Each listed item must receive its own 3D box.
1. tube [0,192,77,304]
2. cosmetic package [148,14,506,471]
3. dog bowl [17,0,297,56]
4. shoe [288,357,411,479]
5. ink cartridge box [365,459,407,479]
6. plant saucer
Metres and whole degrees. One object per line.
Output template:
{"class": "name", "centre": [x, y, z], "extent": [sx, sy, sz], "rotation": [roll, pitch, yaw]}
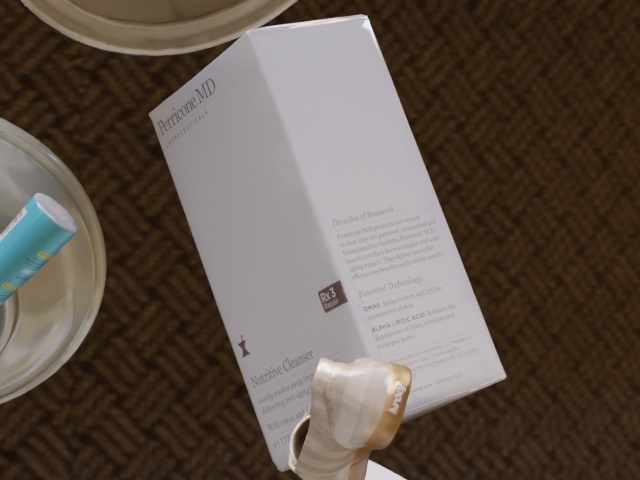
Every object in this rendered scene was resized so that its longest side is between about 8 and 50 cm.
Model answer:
{"class": "tube", "centre": [-0.316, 0.044, 1.550], "extent": [0.207, 0.052, 0.080], "rotation": [-45, 165, 12]}
{"class": "cosmetic package", "centre": [0.000, 0.000, 1.584], "extent": [0.156, 0.217, 0.385], "rotation": [-16, 79, -37]}
{"class": "dog bowl", "centre": [-0.165, -0.401, 1.722], "extent": [0.408, 0.150, 0.408], "rotation": [-12, 135, -12]}
{"class": "shoe", "centre": [0.010, 0.118, 1.078], "extent": [0.058, 0.219, 0.076], "rotation": [13, 69, -4]}
{"class": "ink cartridge box", "centre": [-0.032, 0.317, 1.264], "extent": [0.307, 0.129, 0.223], "rotation": [-8, 119, -54]}
{"class": "plant saucer", "centre": [-0.426, 0.047, 1.718], "extent": [0.400, 0.100, 0.400], "rotation": [-3, 121, -5]}
